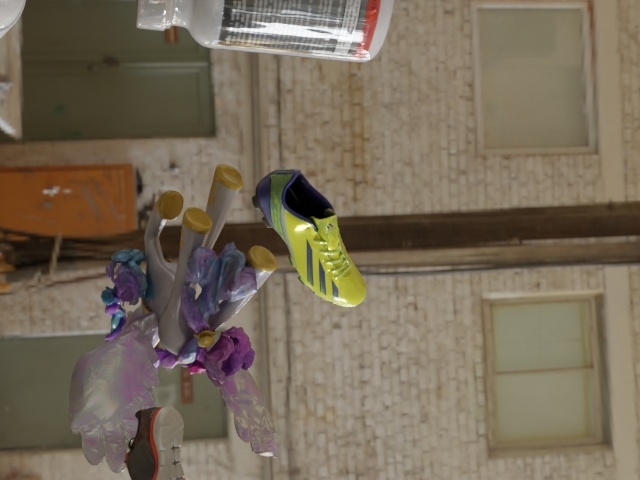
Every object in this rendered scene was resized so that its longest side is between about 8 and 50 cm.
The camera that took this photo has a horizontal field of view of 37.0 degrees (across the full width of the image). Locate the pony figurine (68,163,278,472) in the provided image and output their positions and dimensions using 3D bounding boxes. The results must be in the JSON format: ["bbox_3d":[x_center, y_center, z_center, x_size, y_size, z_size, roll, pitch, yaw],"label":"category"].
[{"bbox_3d":[-0.193,0.120,1.346,0.363,0.302,0.351,-60,-143,30],"label":"pony figurine"}]

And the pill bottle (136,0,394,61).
[{"bbox_3d":[-0.086,-0.384,1.418,0.210,0.363,0.210,-177,-90,-77],"label":"pill bottle"}]

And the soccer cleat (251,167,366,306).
[{"bbox_3d":[-0.001,0.000,1.631,0.121,0.093,0.289,-18,-64,44],"label":"soccer cleat"}]

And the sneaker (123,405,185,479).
[{"bbox_3d":[-0.203,0.276,1.146,0.061,0.065,0.158,20,72,-58],"label":"sneaker"}]

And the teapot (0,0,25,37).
[{"bbox_3d":[-0.574,-0.426,1.580,0.252,0.187,0.256,-2,101,-66],"label":"teapot"}]
